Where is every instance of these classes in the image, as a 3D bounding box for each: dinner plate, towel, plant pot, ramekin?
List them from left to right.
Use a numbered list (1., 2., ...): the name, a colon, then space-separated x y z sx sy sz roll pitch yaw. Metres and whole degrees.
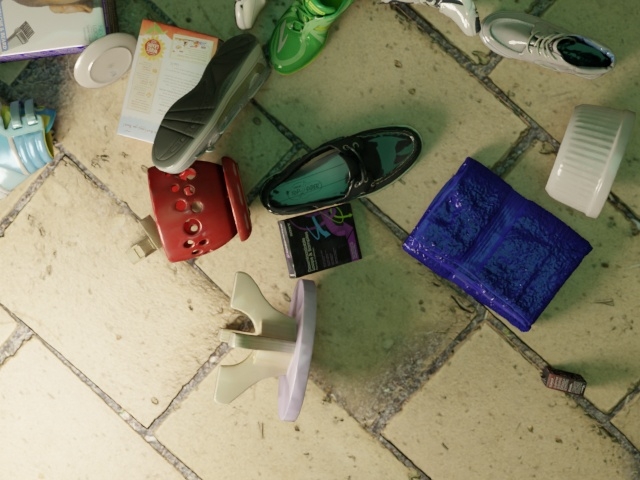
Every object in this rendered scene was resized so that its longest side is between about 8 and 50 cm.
1. dinner plate: -0.409 -0.343 1.824 0.141 0.141 0.017 -40 70 7
2. plant pot: -0.229 -0.067 1.812 0.174 0.191 0.191 -13 95 -2
3. towel: 0.344 0.011 1.839 0.308 0.076 0.227 35 98 0
4. ramekin: 0.495 -0.155 1.750 0.109 0.207 0.207 20 97 11

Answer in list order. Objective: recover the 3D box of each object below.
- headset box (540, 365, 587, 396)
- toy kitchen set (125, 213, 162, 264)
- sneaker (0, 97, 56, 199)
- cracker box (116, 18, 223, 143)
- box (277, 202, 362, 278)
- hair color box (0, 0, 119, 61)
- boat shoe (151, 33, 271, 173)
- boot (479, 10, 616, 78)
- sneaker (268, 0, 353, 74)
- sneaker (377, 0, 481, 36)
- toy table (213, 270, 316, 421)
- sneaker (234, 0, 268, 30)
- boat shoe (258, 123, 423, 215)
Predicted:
1. headset box: 0.476 0.277 1.865 0.083 0.062 0.032 12 96 2
2. toy kitchen set: -0.353 -0.007 1.911 0.083 0.075 0.068 -37 97 -33
3. sneaker: -0.641 -0.256 1.841 0.208 0.127 0.319 -29 116 4
4. cracker box: -0.295 -0.301 1.855 0.155 0.067 0.232 15 96 2
5. box: 0.000 0.000 1.842 0.162 0.029 0.116 -16 97 -30
6. hair color box: -0.576 -0.450 1.841 0.339 0.110 0.185 -7 95 3
7. boat shoe: -0.198 -0.245 1.778 0.118 0.103 0.320 12 62 37
8. boot: 0.427 -0.372 1.766 0.258 0.123 0.095 16 97 2
9. sneaker: -0.010 -0.439 1.774 0.109 0.123 0.295 46 115 7
10. sneaker: 0.191 -0.461 1.790 0.153 0.094 0.235 -32 93 8
11. toy table: -0.108 0.201 1.821 0.161 0.252 0.274 10 74 -12
12. sneaker: -0.078 -0.531 1.801 0.118 0.110 0.292 24 98 -8
13. boat shoe: 0.038 -0.134 1.826 0.340 0.113 0.127 -16 94 6
